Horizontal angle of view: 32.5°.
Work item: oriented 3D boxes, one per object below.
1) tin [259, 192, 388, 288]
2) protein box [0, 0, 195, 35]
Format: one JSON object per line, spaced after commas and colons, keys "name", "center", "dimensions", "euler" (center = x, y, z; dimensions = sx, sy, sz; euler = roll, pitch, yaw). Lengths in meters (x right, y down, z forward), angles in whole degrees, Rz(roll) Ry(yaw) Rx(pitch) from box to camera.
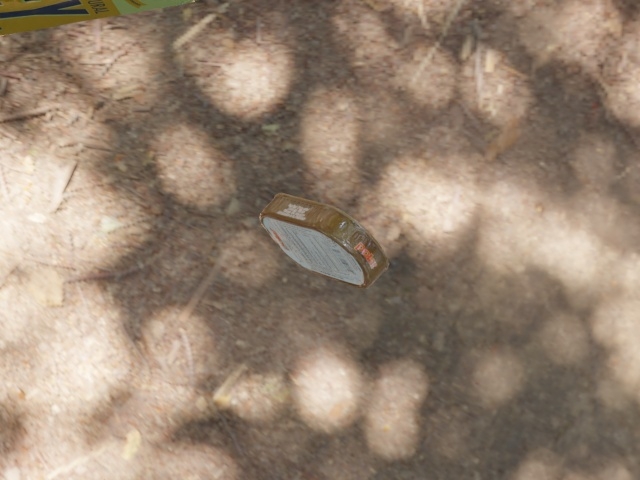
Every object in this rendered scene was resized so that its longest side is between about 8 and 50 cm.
{"name": "tin", "center": [0.000, 0.000, 1.243], "dimensions": [0.040, 0.189, 0.106], "euler": [-44, 120, -20]}
{"name": "protein box", "center": [-0.174, -0.216, 0.528], "dimensions": [0.199, 0.136, 0.201], "euler": [-9, 81, 1]}
